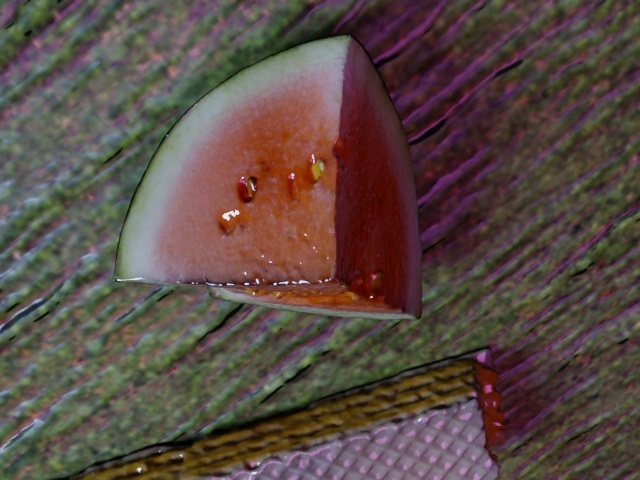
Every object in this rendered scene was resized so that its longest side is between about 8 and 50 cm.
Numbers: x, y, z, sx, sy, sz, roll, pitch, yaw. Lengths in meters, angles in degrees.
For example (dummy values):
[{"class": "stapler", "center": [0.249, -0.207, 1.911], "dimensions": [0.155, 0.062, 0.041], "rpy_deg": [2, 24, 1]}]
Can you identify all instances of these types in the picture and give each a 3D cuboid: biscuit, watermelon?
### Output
[{"class": "biscuit", "center": [-0.044, 0.177, 0.696], "dimensions": [0.378, 0.054, 0.094], "rpy_deg": [-16, 122, -4]}, {"class": "watermelon", "center": [-0.006, -0.012, 0.582], "dimensions": [0.193, 0.137, 0.145], "rpy_deg": [-44, 154, 13]}]
